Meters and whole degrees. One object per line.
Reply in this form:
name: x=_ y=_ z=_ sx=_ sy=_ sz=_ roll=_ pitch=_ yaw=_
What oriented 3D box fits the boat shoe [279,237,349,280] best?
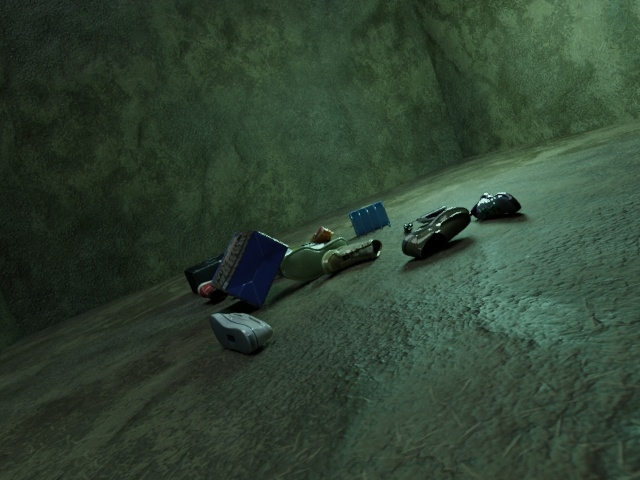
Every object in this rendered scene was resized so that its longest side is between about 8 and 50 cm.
boat shoe: x=-0.038 y=0.071 z=1.699 sx=0.340 sy=0.127 sz=0.113 roll=-26 pitch=8 yaw=-42

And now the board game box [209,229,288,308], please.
board game box: x=-0.265 y=0.097 z=1.644 sx=0.291 sy=0.141 sz=0.232 roll=-4 pitch=61 yaw=67

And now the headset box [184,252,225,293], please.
headset box: x=-0.543 y=0.169 z=2.344 sx=0.246 sy=0.131 sz=0.283 roll=-25 pitch=9 yaw=-24

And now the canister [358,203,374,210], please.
canister: x=0.274 y=-0.162 z=2.649 sx=0.126 sy=0.073 sz=0.170 roll=-19 pitch=7 yaw=16

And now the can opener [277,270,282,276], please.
can opener: x=-0.061 y=0.077 z=1.903 sx=0.283 sy=0.076 sz=0.095 roll=-19 pitch=9 yaw=7

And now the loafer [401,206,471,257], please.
loafer: x=0.371 y=-0.014 z=1.397 sx=0.251 sy=0.094 sz=0.087 roll=-32 pitch=35 yaw=-11

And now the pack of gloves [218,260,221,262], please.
pack of gloves: x=-0.325 y=0.083 z=2.117 sx=0.232 sy=0.046 sz=0.195 roll=17 pitch=25 yaw=38

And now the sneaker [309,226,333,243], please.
sneaker: x=0.000 y=0.000 z=1.829 sx=0.064 sy=0.067 sz=0.175 roll=-65 pitch=11 yaw=-20

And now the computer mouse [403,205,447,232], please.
computer mouse: x=0.426 y=-0.083 z=1.835 sx=0.192 sy=0.042 sz=0.106 roll=-25 pitch=2 yaw=11

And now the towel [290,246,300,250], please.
towel: x=-0.217 y=0.082 z=2.479 sx=0.237 sy=0.021 sz=0.102 roll=-23 pitch=9 yaw=-13

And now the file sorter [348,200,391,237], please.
file sorter: x=0.233 y=-0.097 z=2.153 sx=0.170 sy=0.118 sz=0.104 roll=-21 pitch=11 yaw=4

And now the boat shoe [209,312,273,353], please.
boat shoe: x=-0.212 y=0.237 z=1.206 sx=0.084 sy=0.095 sz=0.258 roll=-21 pitch=17 yaw=-33

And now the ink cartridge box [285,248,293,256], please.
ink cartridge box: x=-0.289 y=0.067 z=2.291 sx=0.223 sy=0.045 sz=0.224 roll=24 pitch=31 yaw=30

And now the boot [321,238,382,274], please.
boot: x=0.112 y=0.053 z=1.606 sx=0.165 sy=0.077 sz=0.213 roll=-14 pitch=8 yaw=34

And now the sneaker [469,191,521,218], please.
sneaker: x=0.574 y=-0.100 z=1.509 sx=0.098 sy=0.083 sz=0.223 roll=-45 pitch=6 yaw=-1

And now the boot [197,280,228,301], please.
boot: x=-0.392 y=0.196 z=1.986 sx=0.244 sy=0.089 sz=0.176 roll=-25 pitch=17 yaw=-32
